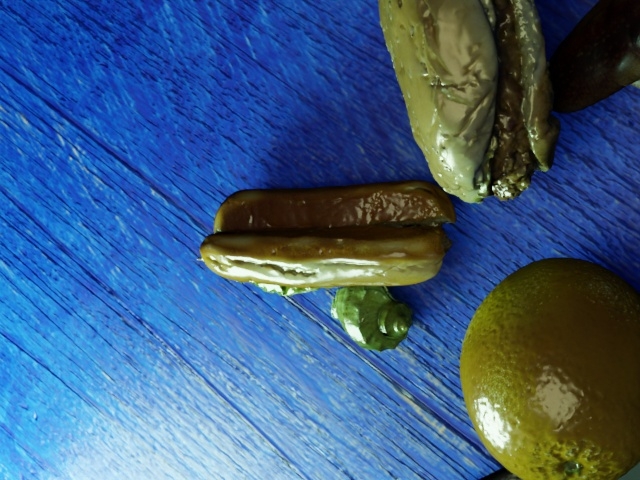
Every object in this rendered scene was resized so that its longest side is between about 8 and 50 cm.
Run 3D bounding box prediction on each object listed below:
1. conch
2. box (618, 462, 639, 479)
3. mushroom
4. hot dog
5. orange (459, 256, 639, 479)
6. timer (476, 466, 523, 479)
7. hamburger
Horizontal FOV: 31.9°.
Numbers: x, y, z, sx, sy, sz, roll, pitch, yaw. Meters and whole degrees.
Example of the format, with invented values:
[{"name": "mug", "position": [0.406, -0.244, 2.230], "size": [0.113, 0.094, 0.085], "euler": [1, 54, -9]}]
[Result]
[{"name": "conch", "position": [0.059, 0.085, 1.327], "size": [0.121, 0.074, 0.089], "euler": [16, 119, 43]}, {"name": "box", "position": [0.410, 0.262, 1.191], "size": [0.230, 0.050, 0.160], "euler": [-6, 98, 28]}, {"name": "mushroom", "position": [0.357, -0.163, 1.092], "size": [0.217, 0.148, 0.227], "euler": [39, 145, -6]}, {"name": "hot dog", "position": [0.000, 0.000, 1.315], "size": [0.337, 0.100, 0.135], "euler": [-3, 54, 30]}, {"name": "orange", "position": [0.250, 0.134, 1.148], "size": [0.236, 0.236, 0.236], "euler": [6, 103, 26]}, {"name": "timer", "position": [0.231, 0.362, 1.304], "size": [0.144, 0.055, 0.187], "euler": [-33, 80, 25]}, {"name": "hamburger", "position": [0.143, -0.177, 1.121], "size": [0.145, 0.259, 0.283], "euler": [-20, 82, -2]}]
